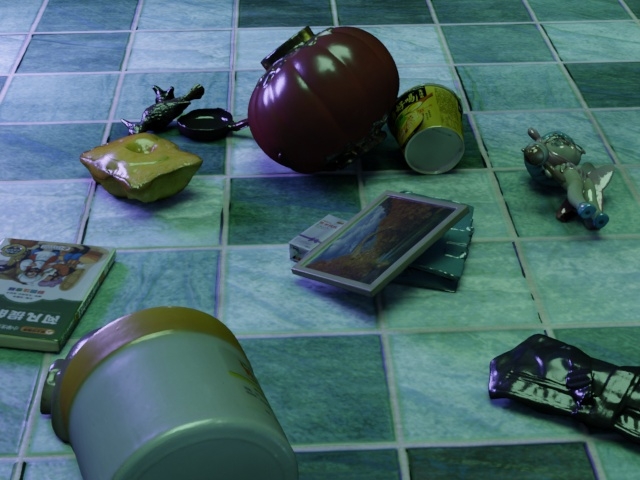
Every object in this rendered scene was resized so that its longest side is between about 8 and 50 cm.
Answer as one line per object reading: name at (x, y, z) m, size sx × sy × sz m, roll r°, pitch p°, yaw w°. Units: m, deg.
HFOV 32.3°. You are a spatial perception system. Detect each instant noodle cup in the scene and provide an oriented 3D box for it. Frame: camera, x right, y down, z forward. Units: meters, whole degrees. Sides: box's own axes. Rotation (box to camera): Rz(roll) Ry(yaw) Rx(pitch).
instant noodle cup at (0.208, -0.203, 2.102) m, size 0.151 × 0.151 × 0.122 m, roll -3°, pitch 44°, yaw -5°

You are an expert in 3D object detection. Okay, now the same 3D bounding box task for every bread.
bread at (-0.331, -0.131, 2.036) m, size 0.160 × 0.088 × 0.233 m, roll -17°, pitch 33°, yaw -33°

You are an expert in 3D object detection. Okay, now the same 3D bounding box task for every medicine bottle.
medicine bottle at (-0.170, 0.235, 1.309) m, size 0.238 × 0.238 × 0.232 m, roll -12°, pitch 36°, yaw -18°

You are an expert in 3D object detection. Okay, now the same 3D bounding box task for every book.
book at (-0.460, 0.080, 1.751) m, size 0.202 × 0.027 × 0.264 m, roll 6°, pitch 33°, yaw 8°

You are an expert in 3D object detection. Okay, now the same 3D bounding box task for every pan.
pan at (-0.187, -0.234, 2.232) m, size 0.212 × 0.040 × 0.115 m, roll 4°, pitch 31°, yaw 21°

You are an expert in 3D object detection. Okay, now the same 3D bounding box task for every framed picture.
framed picture at (0.097, -0.001, 1.783) m, size 0.184 × 0.016 × 0.250 m, roll 15°, pitch 43°, yaw 45°

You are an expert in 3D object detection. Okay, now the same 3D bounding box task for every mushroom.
mushroom at (-0.304, 0.184, 1.522) m, size 0.141 × 0.117 × 0.188 m, roll 14°, pitch 29°, yaw 1°

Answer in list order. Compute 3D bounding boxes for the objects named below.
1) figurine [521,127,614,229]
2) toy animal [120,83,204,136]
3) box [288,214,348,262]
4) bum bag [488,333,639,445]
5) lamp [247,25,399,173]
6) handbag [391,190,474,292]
figurine at (0.420, -0.111, 1.962) m, size 0.205 × 0.103 × 0.260 m, roll 17°, pitch 31°, yaw -22°
toy animal at (-0.329, -0.259, 2.252) m, size 0.105 × 0.070 × 0.202 m, roll 5°, pitch 35°, yaw 37°
box at (0.000, 0.000, 1.866) m, size 0.050 × 0.036 × 0.117 m, roll 22°, pitch 37°, yaw 32°
bum bag at (0.379, 0.203, 1.509) m, size 0.310 × 0.074 × 0.137 m, roll 16°, pitch 46°, yaw 25°
lamp at (0.006, -0.264, 2.065) m, size 0.303 × 0.257 × 0.303 m, roll -36°, pitch 7°, yaw 5°
handbag at (0.180, 0.000, 1.852) m, size 0.144 × 0.057 × 0.221 m, roll 11°, pitch 34°, yaw 10°
